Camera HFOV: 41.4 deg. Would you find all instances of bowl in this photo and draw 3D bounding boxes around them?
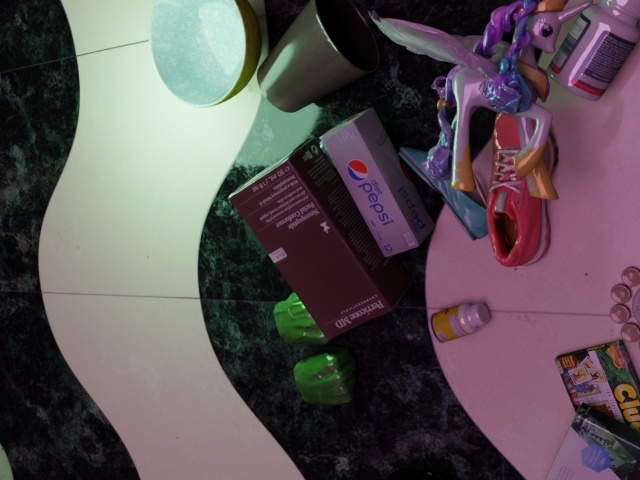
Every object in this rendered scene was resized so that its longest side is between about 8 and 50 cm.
[{"bbox_3d":[-0.228,-0.448,1.899,0.289,0.156,0.290,10,107,34],"label":"bowl"}]

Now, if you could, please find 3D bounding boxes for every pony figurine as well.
[{"bbox_3d":[0.279,-0.273,1.471,0.350,0.302,0.364,14,106,35],"label":"pony figurine"}]

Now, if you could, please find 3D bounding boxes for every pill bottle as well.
[{"bbox_3d":[0.284,0.165,1.731,0.116,0.065,0.065,-23,87,37],"label":"pill bottle"},{"bbox_3d":[0.478,-0.341,1.445,0.108,0.108,0.180,41,121,21],"label":"pill bottle"}]

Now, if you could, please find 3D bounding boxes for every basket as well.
[{"bbox_3d":[-0.018,-0.380,1.772,0.227,0.154,0.204,-32,81,40],"label":"basket"}]

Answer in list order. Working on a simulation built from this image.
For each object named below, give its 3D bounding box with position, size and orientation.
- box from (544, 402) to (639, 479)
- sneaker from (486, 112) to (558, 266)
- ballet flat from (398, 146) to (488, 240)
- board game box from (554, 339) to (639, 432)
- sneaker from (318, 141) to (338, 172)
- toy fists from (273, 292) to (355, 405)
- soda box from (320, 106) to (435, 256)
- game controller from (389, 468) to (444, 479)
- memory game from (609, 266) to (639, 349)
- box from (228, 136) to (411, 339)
[{"bbox_3d":[0.585,0.472,1.561,0.322,0.058,0.232,26,121,22],"label":"box"},{"bbox_3d":[0.364,-0.097,1.567,0.115,0.136,0.314,1,101,35],"label":"sneaker"},{"bbox_3d":[0.262,-0.114,1.685,0.087,0.083,0.247,-42,75,10],"label":"ballet flat"},{"bbox_3d":[0.552,0.325,1.596,0.136,0.030,0.260,-23,88,35],"label":"board game box"},{"bbox_3d":[0.014,-0.158,1.842,0.086,0.085,0.237,46,125,9],"label":"sneaker"},{"bbox_3d":[0.000,0.245,1.940,0.142,0.096,0.279,-16,93,47],"label":"toy fists"},{"bbox_3d":[0.119,-0.117,1.721,0.091,0.098,0.286,-21,104,37],"label":"soda box"},{"bbox_3d":[0.220,0.662,1.846,0.166,0.067,0.319,-13,76,42],"label":"game controller"},{"bbox_3d":[0.610,0.122,1.519,0.186,0.012,0.186,10,107,34],"label":"memory game"},{"bbox_3d":[0.000,0.000,1.793,0.191,0.143,0.381,-30,100,34],"label":"box"}]
